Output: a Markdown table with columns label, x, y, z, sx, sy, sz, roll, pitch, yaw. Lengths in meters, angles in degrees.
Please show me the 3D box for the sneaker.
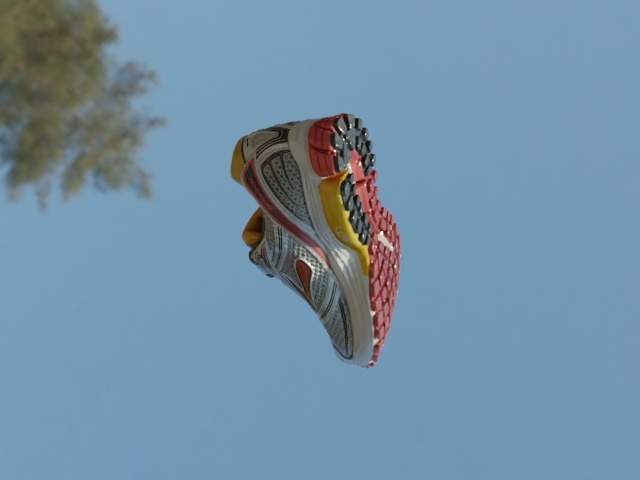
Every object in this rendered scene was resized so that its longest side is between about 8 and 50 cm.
| label | x | y | z | sx | sy | sz | roll | pitch | yaw |
| --- | --- | --- | --- | --- | --- | --- | --- | --- | --- |
| sneaker | 0.000 | 0.000 | 1.285 | 0.092 | 0.225 | 0.088 | 0 | -135 | 18 |
